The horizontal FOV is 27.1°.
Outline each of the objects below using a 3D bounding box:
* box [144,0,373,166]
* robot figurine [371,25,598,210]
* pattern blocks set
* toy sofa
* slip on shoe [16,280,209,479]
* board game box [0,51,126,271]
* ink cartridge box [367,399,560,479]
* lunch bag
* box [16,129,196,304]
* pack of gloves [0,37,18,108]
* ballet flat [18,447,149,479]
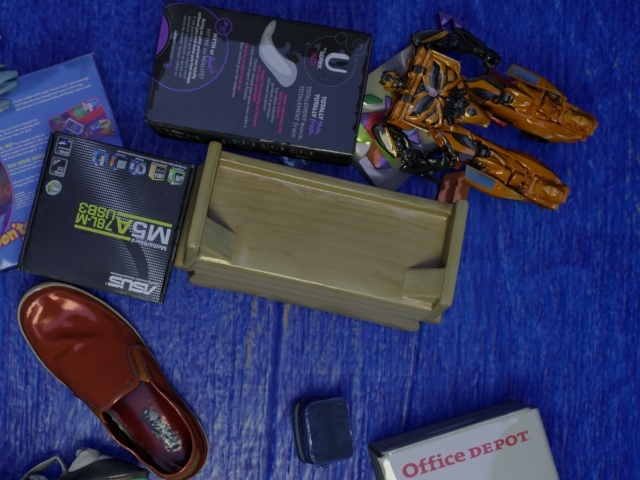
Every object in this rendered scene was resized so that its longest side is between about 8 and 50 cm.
[{"bbox_3d":[-0.077,-0.201,1.729,0.270,0.143,0.165,10,88,1],"label":"box"},{"bbox_3d":[0.215,-0.163,1.780,0.291,0.085,0.211,23,87,-12],"label":"robot figurine"},{"bbox_3d":[0.108,-0.168,1.823,0.285,0.026,0.325,39,85,-4],"label":"pattern blocks set"},{"bbox_3d":[0.000,0.000,1.748,0.362,0.177,0.150,12,73,-5],"label":"toy sofa"},{"bbox_3d":[-0.268,0.184,1.734,0.123,0.101,0.331,-40,92,-4],"label":"slip on shoe"},{"bbox_3d":[-0.421,-0.079,1.731,0.347,0.078,0.233,-19,91,-7],"label":"board game box"},{"bbox_3d":[0.214,0.391,1.771,0.223,0.129,0.307,-16,91,-7],"label":"ink cartridge box"},{"bbox_3d":[0.001,0.258,1.782,0.067,0.065,0.098,-5,88,-22],"label":"lunch bag"},{"bbox_3d":[-0.270,-0.028,1.684,0.190,0.045,0.184,15,85,-3],"label":"box"},{"bbox_3d":[-0.511,-0.212,1.685,0.232,0.046,0.195,-26,58,-11],"label":"pack of gloves"},{"bbox_3d":[-0.323,0.309,1.730,0.203,0.074,0.074,-20,91,10],"label":"ballet flat"}]
